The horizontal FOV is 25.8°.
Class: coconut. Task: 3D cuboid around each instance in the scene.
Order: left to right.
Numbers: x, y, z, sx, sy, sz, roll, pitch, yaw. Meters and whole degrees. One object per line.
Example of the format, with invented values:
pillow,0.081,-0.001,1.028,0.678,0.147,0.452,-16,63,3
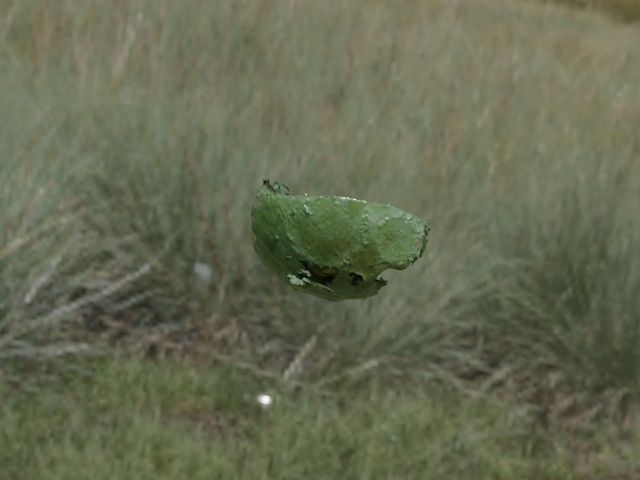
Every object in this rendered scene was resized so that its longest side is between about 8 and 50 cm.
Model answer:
coconut,-0.001,0.005,1.141,0.133,0.055,0.158,32,-35,-16
